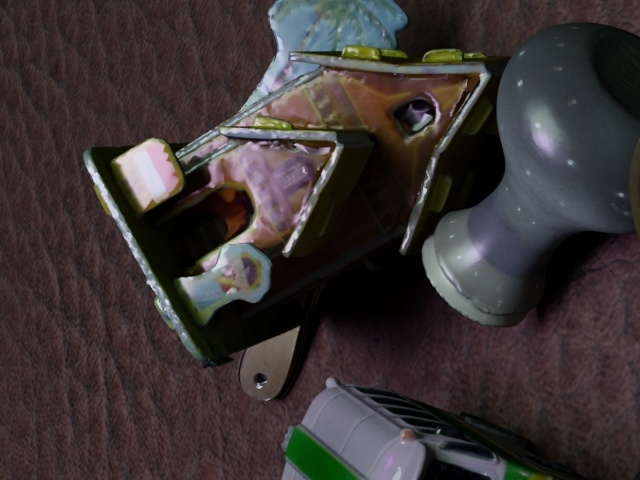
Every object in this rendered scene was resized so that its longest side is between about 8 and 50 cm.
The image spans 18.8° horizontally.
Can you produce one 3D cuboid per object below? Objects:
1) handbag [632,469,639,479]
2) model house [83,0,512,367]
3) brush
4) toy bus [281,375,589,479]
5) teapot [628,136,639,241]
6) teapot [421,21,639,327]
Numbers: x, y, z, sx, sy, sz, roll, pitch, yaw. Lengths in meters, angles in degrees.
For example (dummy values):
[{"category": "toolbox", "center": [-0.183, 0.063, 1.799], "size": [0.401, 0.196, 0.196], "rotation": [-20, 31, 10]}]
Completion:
[{"category": "handbag", "center": [0.305, 0.201, 1.181], "size": [0.191, 0.075, 0.332], "rotation": [-60, 37, 17]}, {"category": "model house", "center": [-0.013, -0.121, 1.649], "size": [0.324, 0.300, 0.340], "rotation": [-30, 85, 15]}, {"category": "brush", "center": [0.000, 0.000, 1.836], "size": [0.070, 0.065, 0.327], "rotation": [24, 103, 14]}, {"category": "toy bus", "center": [0.083, 0.202, 1.462], "size": [0.143, 0.179, 0.305], "rotation": [-68, 15, 1]}, {"category": "teapot", "center": [0.342, -0.033, 1.315], "size": [0.267, 0.175, 0.185], "rotation": [45, 144, 27]}, {"category": "teapot", "center": [0.185, -0.044, 1.524], "size": [0.251, 0.183, 0.183], "rotation": [-52, 38, 40]}]
